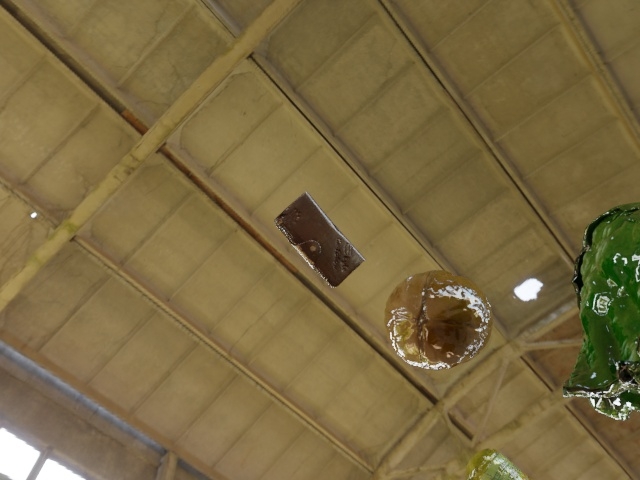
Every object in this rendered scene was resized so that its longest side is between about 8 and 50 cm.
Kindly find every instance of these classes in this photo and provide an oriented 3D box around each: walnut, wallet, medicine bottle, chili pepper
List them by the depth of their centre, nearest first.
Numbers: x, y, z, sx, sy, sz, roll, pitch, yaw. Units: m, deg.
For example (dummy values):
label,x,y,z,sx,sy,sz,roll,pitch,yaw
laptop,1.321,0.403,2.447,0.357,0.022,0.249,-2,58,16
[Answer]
label,x,y,z,sx,sy,sz,roll,pitch,yaw
chili pepper,0.360,0.075,0.474,0.167,0.385,0.213,17,-73,22
walnut,0.191,0.128,0.760,0.167,0.207,0.167,-3,-97,30
wallet,0.000,0.000,0.880,0.095,0.026,0.176,-43,-82,-20
medicine bottle,0.469,0.619,1.137,0.239,0.124,0.124,35,-70,26
